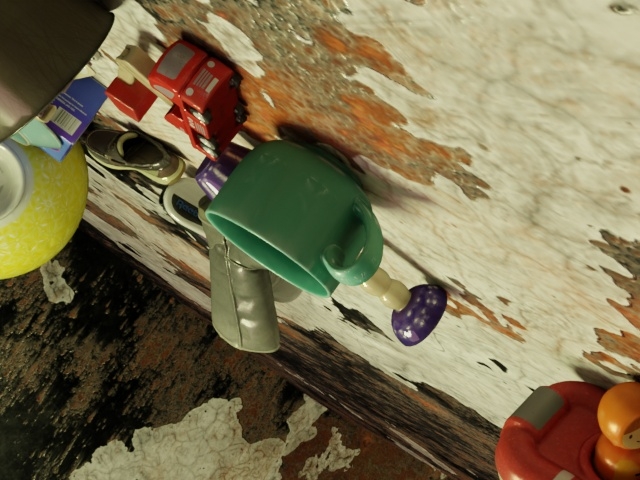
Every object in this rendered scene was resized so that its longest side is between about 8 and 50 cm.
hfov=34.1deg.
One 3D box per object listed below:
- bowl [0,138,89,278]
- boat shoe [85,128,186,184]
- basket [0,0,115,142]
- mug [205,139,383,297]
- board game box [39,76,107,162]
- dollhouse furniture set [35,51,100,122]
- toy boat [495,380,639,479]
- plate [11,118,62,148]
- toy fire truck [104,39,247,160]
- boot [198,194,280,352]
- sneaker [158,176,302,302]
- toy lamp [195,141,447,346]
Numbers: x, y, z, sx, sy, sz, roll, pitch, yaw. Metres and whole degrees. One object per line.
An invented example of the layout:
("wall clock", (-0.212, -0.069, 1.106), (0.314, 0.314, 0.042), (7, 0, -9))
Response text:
("bowl", (-0.458, -0.082, 1.419), (0.289, 0.289, 0.156), (37, 174, -14))
("boat shoe", (-0.234, -0.115, 1.290), (0.152, 0.056, 0.049), (18, 158, 28))
("basket", (-0.306, -0.207, 0.844), (0.227, 0.154, 0.204), (43, 166, -25))
("mug", (-0.008, -0.019, 0.899), (0.158, 0.097, 0.129), (32, 168, 11))
("board game box", (-0.426, -0.236, 1.247), (0.347, 0.078, 0.233), (37, 169, -14))
("dollhouse furniture set", (-0.284, -0.191, 1.053), (0.081, 0.091, 0.114), (-2, 142, 47))
("toy boat", (0.276, 0.190, 0.940), (0.231, 0.151, 0.151), (28, 138, 32))
("plate", (-0.376, -0.154, 1.179), (0.188, 0.024, 0.188), (32, 169, 7))
("toy fire truck", (-0.132, -0.132, 0.909), (0.135, 0.047, 0.192), (34, 169, 7))
("boot", (-0.069, 0.057, 1.230), (0.190, 0.076, 0.208), (30, 134, 35))
("sneaker", (-0.113, -0.007, 1.357), (0.217, 0.079, 0.121), (42, 174, -13))
("toy lamp", (0.000, 0.000, 1.021), (0.275, 0.080, 0.080), (37, 169, -18))
